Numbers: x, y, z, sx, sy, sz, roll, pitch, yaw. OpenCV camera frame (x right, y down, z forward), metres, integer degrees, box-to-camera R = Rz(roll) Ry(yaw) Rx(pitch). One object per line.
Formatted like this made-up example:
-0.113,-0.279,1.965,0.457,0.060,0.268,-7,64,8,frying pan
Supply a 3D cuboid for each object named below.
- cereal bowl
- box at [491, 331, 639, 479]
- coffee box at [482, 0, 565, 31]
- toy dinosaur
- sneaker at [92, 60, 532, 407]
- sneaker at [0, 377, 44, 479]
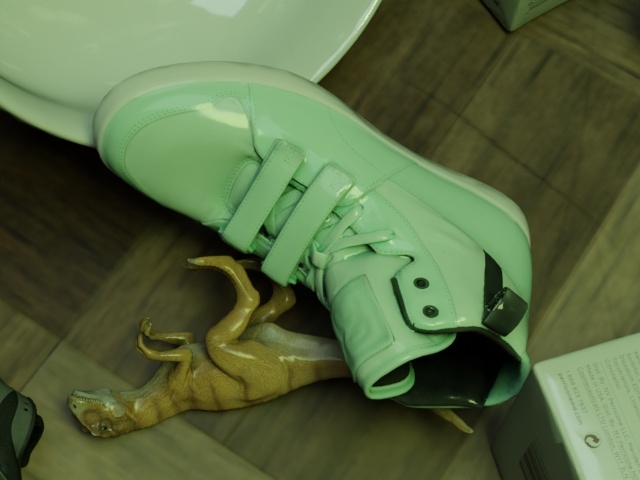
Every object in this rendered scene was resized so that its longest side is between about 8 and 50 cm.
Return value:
-0.108,-0.227,0.747,0.339,0.339,0.141,-38,36,-19,cereal bowl
0.189,0.102,0.680,0.170,0.130,0.091,-15,65,-9,box
0.202,-0.288,0.874,0.297,0.119,0.168,-30,69,-16,coffee box
-0.031,0.063,0.735,0.211,0.064,0.112,-8,83,3,toy dinosaur
0.001,0.000,0.684,0.256,0.094,0.151,20,33,-12,sneaker
-0.191,0.093,0.708,0.078,0.067,0.188,-1,53,-36,sneaker
